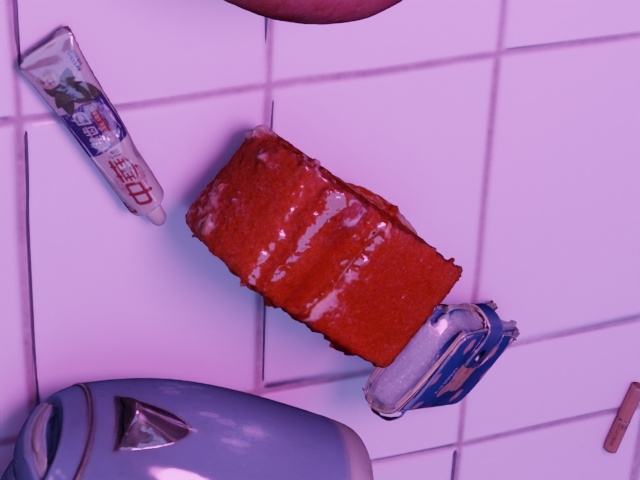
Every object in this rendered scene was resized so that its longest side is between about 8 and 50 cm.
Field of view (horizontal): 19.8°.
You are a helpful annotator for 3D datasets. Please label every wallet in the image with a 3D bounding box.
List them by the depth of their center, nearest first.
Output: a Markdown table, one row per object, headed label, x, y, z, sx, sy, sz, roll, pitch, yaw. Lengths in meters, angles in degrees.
| label | x | y | z | sx | sy | sz | roll | pitch | yaw |
| --- | --- | --- | --- | --- | --- | --- | --- | --- | --- |
| wallet | 0.135 | 0.126 | 1.957 | 0.141 | 0.059 | 0.202 | -53 | 160 | 14 |

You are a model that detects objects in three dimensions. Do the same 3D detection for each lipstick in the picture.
| label | x | y | z | sx | sy | sz | roll | pitch | yaw |
| --- | --- | --- | --- | --- | --- | --- | --- | --- | --- |
| lipstick | 0.366 | 0.214 | 2.206 | 0.019 | 0.019 | 0.094 | 6 | 117 | -27 |

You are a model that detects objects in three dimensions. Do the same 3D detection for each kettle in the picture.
| label | x | y | z | sx | sy | sz | roll | pitch | yaw |
| --- | --- | --- | --- | --- | --- | --- | --- | --- | --- |
| kettle | -0.171 | 0.275 | 1.890 | 0.342 | 0.247 | 0.319 | 22 | 135 | -25 |

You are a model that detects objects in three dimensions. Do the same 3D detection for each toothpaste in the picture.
| label | x | y | z | sx | sy | sz | roll | pitch | yaw |
| --- | --- | --- | --- | --- | --- | --- | --- | --- | --- |
| toothpaste | -0.206 | -0.099 | 1.741 | 0.060 | 0.038 | 0.233 | -34 | 125 | -4 |

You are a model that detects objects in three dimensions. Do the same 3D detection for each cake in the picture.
| label | x | y | z | sx | sy | sz | roll | pitch | yaw |
| --- | --- | --- | --- | --- | --- | --- | --- | --- | --- |
| cake | 0.000 | 0.000 | 1.812 | 0.283 | 0.177 | 0.151 | 30 | 104 | -41 |

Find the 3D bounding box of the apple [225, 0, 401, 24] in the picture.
| label | x | y | z | sx | sy | sz | roll | pitch | yaw |
| --- | --- | --- | --- | --- | --- | --- | --- | --- | --- |
| apple | -0.016 | -0.331 | 1.559 | 0.305 | 0.235 | 0.306 | -10 | 120 | -18 |
